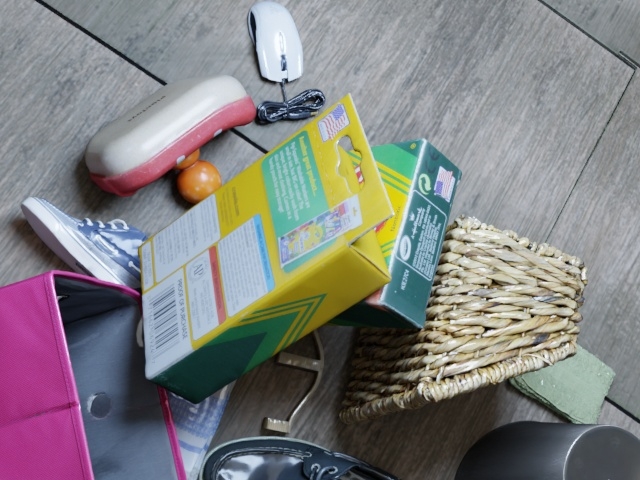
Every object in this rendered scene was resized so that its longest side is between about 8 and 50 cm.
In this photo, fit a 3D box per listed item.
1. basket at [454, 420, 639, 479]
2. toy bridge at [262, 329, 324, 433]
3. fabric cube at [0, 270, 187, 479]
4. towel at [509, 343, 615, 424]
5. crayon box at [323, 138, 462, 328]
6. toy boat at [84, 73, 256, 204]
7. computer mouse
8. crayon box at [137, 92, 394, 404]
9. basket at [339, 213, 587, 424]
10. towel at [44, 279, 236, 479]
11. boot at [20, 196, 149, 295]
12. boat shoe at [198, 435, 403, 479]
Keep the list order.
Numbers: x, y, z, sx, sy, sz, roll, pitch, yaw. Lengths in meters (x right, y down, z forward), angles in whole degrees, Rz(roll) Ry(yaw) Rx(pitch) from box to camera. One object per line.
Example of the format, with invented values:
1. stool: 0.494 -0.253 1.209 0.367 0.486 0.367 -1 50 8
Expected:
1. basket: 0.301 0.303 1.088 0.204 0.227 0.154 -22 82 -19
2. toy bridge: -0.028 0.161 1.142 0.063 0.026 0.188 15 71 -14
3. fabric cube: -0.313 0.197 0.887 0.258 0.254 0.259 -16 78 7
4. towel: 0.346 0.194 1.238 0.148 0.027 0.110 32 68 -4
5. crayon box: 0.000 0.000 1.045 0.081 0.318 0.202 33 64 -38
6. toy boat: -0.180 -0.115 1.134 0.231 0.151 0.151 -40 119 -21
7. computer mouse: -0.059 -0.265 1.243 0.106 0.042 0.193 -10 78 -17
8. crayon box: -0.053 0.011 0.947 0.083 0.323 0.203 39 25 -40
9. basket: 0.180 0.138 1.061 0.213 0.299 0.223 20 67 -12
10. towel: -0.226 0.210 1.040 0.209 0.034 0.285 24 82 -8
11. boot: -0.284 -0.001 1.099 0.190 0.069 0.086 46 63 -9
12. boat shoe: 0.020 0.324 1.063 0.340 0.113 0.127 24 70 -8
